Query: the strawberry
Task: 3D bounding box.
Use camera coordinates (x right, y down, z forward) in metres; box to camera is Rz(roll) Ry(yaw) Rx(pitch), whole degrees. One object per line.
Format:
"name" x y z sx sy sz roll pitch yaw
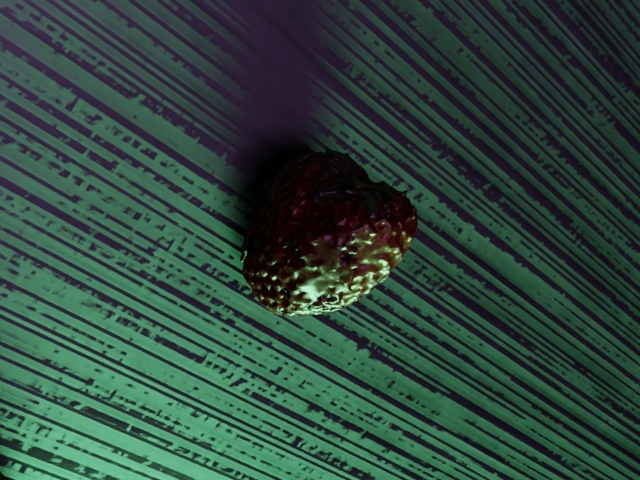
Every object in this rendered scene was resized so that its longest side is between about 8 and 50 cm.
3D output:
"strawberry" 0.000 0.000 0.642 0.083 0.083 0.096 4 137 -39

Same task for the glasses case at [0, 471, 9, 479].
"glasses case" -0.175 0.164 0.507 0.425 0.098 0.156 53 54 -32
